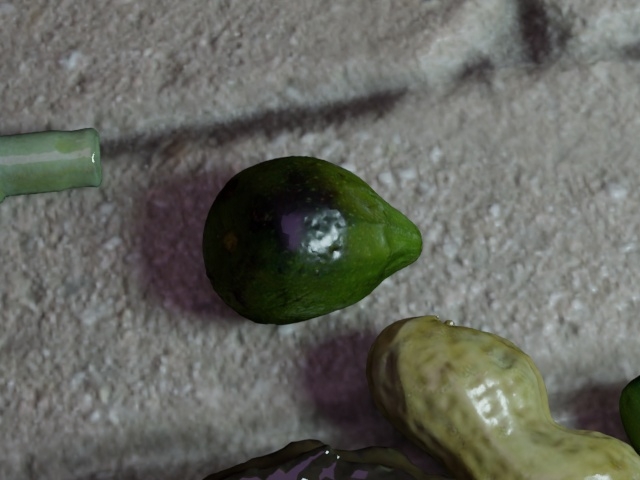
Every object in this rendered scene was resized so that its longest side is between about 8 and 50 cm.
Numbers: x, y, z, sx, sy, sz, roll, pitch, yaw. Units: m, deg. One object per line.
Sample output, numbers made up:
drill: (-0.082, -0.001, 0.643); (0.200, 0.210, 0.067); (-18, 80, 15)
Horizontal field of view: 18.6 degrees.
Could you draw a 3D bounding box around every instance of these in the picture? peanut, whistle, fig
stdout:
peanut: (0.129, 0.137, 1.357); (0.229, 0.098, 0.103); (43, 108, 11)
whistle: (-0.291, -0.050, 1.449); (0.258, 0.067, 0.126); (-5, 72, -3)
fig: (0.000, 0.000, 1.413); (0.156, 0.123, 0.123); (3, 65, -38)

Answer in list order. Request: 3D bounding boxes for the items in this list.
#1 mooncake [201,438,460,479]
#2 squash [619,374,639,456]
mooncake: (0.008, 0.291, 1.259); (0.324, 0.187, 0.324); (0, 69, 0)
squash: (0.321, 0.195, 1.334); (0.292, 0.082, 0.082); (42, 77, 19)
